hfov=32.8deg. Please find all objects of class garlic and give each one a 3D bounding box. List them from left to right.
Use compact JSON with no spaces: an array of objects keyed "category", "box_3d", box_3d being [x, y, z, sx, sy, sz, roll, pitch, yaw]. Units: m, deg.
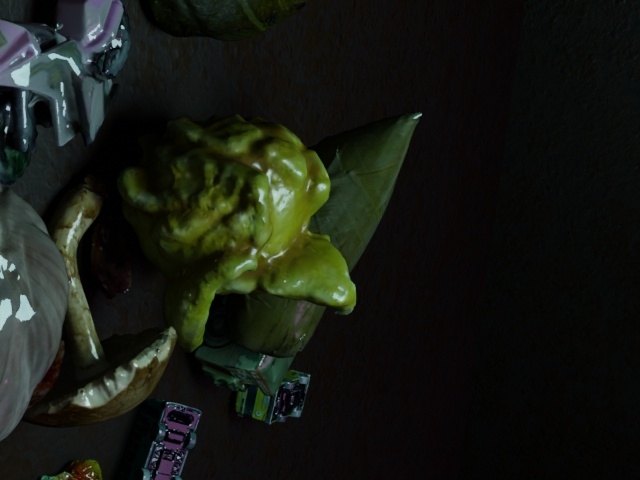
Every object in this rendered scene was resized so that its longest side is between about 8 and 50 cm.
[{"category":"garlic","box_3d":[-0.379,0.046,1.050,0.259,0.317,0.317,-44,178,38]}]

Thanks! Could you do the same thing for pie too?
[{"category":"pie","box_3d":[-0.296,0.018,1.541,0.092,0.034,0.170,-53,149,-47]}]

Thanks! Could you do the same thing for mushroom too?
[{"category":"mushroom","box_3d":[-0.330,0.107,1.422,0.233,0.302,0.208,-21,157,-32]}]

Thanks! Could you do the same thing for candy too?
[{"category":"candy","box_3d":[-0.384,0.342,1.536,0.201,0.060,0.060,11,94,-59]}]

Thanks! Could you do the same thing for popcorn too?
[{"category":"popcorn","box_3d":[-0.133,-0.015,1.482,0.326,0.321,0.290,-56,138,-15]}]

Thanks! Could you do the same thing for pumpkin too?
[{"category":"pumpkin","box_3d":[-0.082,-0.405,1.526,0.325,0.232,0.242,-62,156,-19]}]

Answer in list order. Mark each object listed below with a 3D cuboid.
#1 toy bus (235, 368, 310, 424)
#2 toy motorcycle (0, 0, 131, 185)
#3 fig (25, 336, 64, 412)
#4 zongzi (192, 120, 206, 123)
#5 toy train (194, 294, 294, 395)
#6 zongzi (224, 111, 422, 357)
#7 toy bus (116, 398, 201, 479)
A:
[{"category":"toy bus","box_3d":[-0.092,0.292,2.068,0.175,0.101,0.088,4,101,-71]},{"category":"toy motorcycle","box_3d":[-0.311,-0.214,1.242,0.327,0.143,0.188,-61,154,-44]},{"category":"fig","box_3d":[-0.430,0.139,1.214,0.274,0.170,0.146,-6,66,-42]},{"category":"zongzi","box_3d":[-0.172,-0.066,1.678,0.205,0.094,0.204,41,62,-63]},{"category":"toy train","box_3d":[-0.093,0.111,1.892,0.326,0.159,0.129,-64,157,-24]},{"category":"zongzi","box_3d":[0.000,0.000,1.631,0.393,0.174,0.356,-21,-135,65]},{"category":"toy bus","box_3d":[-0.260,0.332,1.736,0.079,0.092,0.160,22,83,-37]}]
